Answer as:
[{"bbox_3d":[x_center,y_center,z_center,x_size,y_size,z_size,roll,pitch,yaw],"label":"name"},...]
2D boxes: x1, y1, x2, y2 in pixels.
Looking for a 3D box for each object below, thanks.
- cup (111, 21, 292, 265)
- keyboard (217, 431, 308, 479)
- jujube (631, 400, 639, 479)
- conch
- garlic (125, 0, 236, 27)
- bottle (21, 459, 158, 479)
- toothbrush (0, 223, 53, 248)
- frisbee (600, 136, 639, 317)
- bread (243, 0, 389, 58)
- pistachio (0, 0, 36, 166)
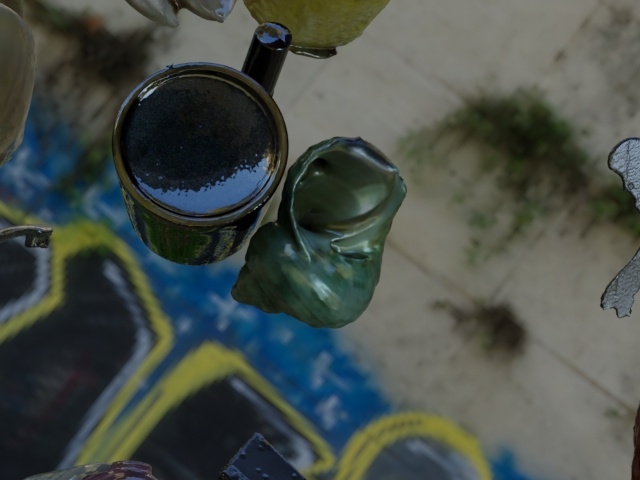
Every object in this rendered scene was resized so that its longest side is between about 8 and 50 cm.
[{"bbox_3d":[-0.090,-0.085,1.880,0.166,0.239,0.177,52,-15,11],"label":"cup"},{"bbox_3d":[-0.004,0.252,1.653,0.195,0.060,0.018,45,-39,-1],"label":"keyboard"},{"bbox_3d":[0.293,0.144,1.132,0.213,0.213,0.232,22,-52,50],"label":"jujube"},{"bbox_3d":[0.000,-0.003,1.861,0.122,0.188,0.176,24,-14,36],"label":"conch"},{"bbox_3d":[-0.185,-0.451,2.658,0.325,0.279,0.132,49,11,9],"label":"garlic"},{"bbox_3d":[-0.205,0.252,1.701,0.110,0.110,0.233,42,-27,-14],"label":"bottle"},{"bbox_3d":[-0.407,0.000,2.292,0.030,0.031,0.297,11,7,23],"label":"toothbrush"},{"bbox_3d":[0.364,-0.001,2.105,0.211,0.187,0.012,36,-1,-23],"label":"frisbee"},{"bbox_3d":[0.009,-0.305,2.043,0.197,0.197,0.170,38,-52,5],"label":"bread"},{"bbox_3d":[-0.477,-0.177,2.036,0.445,0.365,0.281,60,7,-68],"label":"pistachio"}]
